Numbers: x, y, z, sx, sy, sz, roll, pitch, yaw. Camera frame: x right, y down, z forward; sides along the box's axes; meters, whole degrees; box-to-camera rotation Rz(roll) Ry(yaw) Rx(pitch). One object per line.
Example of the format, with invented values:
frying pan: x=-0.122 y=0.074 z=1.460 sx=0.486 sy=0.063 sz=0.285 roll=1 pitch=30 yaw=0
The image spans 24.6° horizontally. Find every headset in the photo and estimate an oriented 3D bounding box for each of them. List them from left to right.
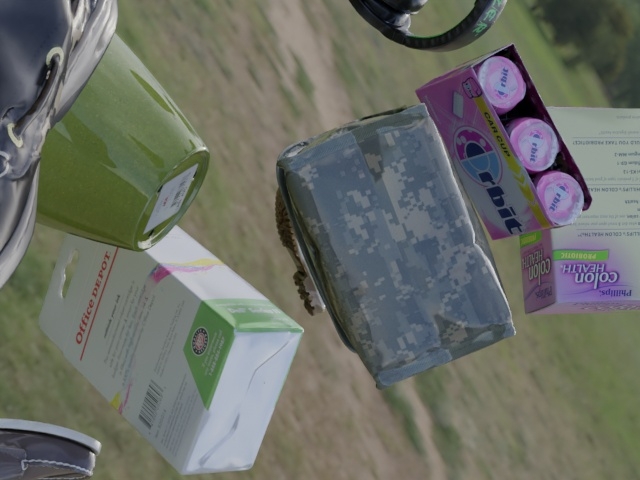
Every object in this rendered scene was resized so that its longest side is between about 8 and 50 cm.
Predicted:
headset: x=0.137 y=-0.437 z=2.227 sx=0.394 sy=0.243 sz=0.185 roll=35 pitch=21 yaw=32

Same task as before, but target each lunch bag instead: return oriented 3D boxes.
lunch bag: x=0.065 y=-0.005 z=1.441 sx=0.287 sy=0.169 sz=0.235 roll=-96 pitch=164 yaw=-85

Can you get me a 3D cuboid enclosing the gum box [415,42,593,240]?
gum box: x=0.186 y=-0.092 z=1.474 sx=0.188 sy=0.062 sz=0.107 roll=61 pitch=-28 yaw=-8

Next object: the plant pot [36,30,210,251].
plant pot: x=-0.275 y=-0.125 z=1.600 sx=0.293 sy=0.275 sz=0.275 roll=34 pitch=7 yaw=12

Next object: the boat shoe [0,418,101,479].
boat shoe: x=-0.416 y=0.261 z=1.728 sx=0.324 sy=0.116 sz=0.097 roll=12 pitch=60 yaw=-29

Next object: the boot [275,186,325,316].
boot: x=0.000 y=0.000 z=1.687 sx=0.059 sy=0.084 sz=0.158 roll=-140 pitch=-151 yaw=-67

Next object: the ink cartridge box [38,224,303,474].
ink cartridge box: x=-0.197 y=0.109 z=1.829 sx=0.119 sy=0.207 sz=0.353 roll=2 pitch=27 yaw=-45

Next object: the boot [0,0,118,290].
boot: x=-0.225 y=-0.144 z=0.842 sx=0.284 sy=0.138 sz=0.377 roll=90 pitch=16 yaw=-47

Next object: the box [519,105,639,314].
box: x=0.363 y=-0.035 z=1.816 sx=0.117 sy=0.213 sz=0.243 roll=136 pitch=-49 yaw=-75
